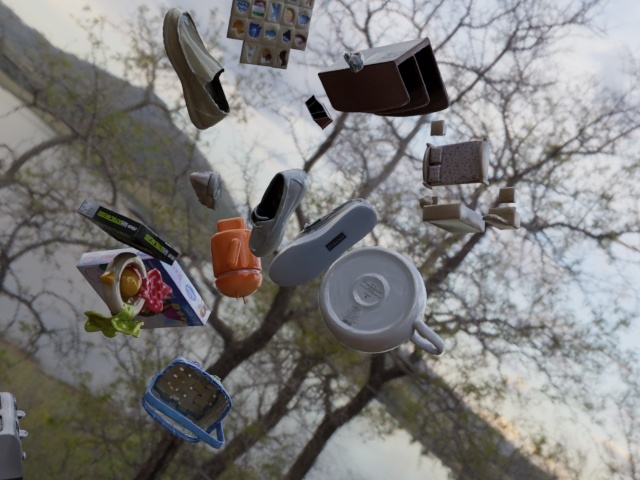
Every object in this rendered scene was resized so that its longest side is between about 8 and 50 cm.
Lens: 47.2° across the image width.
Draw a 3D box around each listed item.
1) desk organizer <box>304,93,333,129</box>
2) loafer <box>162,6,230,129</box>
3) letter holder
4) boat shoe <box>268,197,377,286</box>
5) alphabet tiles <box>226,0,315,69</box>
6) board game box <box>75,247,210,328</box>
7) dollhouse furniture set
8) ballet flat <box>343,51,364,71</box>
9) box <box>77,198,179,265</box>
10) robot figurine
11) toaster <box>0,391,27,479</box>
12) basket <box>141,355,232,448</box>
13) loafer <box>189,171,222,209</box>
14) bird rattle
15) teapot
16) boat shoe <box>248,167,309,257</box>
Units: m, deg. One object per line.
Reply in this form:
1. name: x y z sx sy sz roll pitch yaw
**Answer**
1. desk organizer: -0.007 -0.409 2.330 0.050 0.047 0.130 40 17 -35
2. loafer: -0.261 -0.377 1.596 0.092 0.102 0.268 -7 -65 21
3. letter holder: 0.175 -0.408 2.011 0.302 0.152 0.214 6 -52 50
4. boat shoe: -0.002 -0.003 1.831 0.113 0.306 0.105 47 6 -23
5. alphabet tiles: -0.117 -0.626 1.915 0.011 0.342 0.285 26 22 37
6. board game box: -0.563 0.157 2.341 0.318 0.065 0.318 -7 -49 25
7. dollhouse furniture set: 0.410 -0.212 2.101 0.303 0.355 0.174 -3 -13 37
8. ballet flat: 0.076 -0.391 1.590 0.041 0.041 0.114 43 13 -20
9. box: -0.463 -0.018 1.773 0.191 0.045 0.184 22 -17 25
10. robot figurine: -0.219 0.053 1.896 0.128 0.219 0.158 2 -17 -37
11. toaster: -0.644 0.370 1.356 0.186 0.110 0.168 0 16 -25
12. basket: -0.385 0.460 2.090 0.255 0.201 0.289 40 6 -15
13. loafer: -0.167 -0.077 1.074 0.039 0.045 0.125 14 -12 -3
14. bird rattle: -0.465 0.126 1.815 0.143 0.253 0.206 7 -57 22
15. teapot: 0.127 0.149 1.636 0.187 0.253 0.256 63 15 -60
16. boat shoe: -0.108 -0.058 1.531 0.081 0.227 0.079 -2 42 -45
